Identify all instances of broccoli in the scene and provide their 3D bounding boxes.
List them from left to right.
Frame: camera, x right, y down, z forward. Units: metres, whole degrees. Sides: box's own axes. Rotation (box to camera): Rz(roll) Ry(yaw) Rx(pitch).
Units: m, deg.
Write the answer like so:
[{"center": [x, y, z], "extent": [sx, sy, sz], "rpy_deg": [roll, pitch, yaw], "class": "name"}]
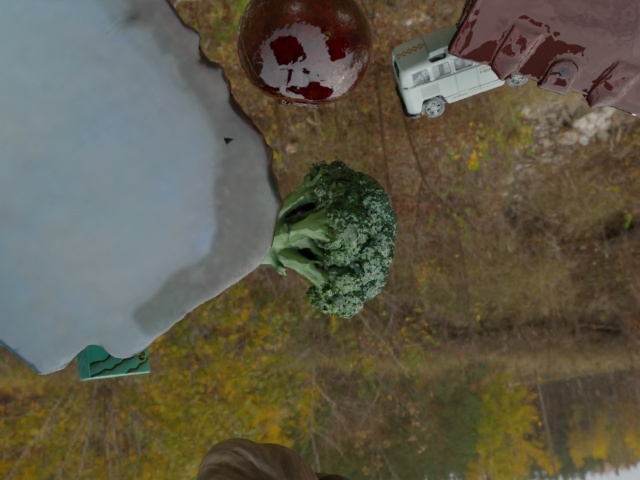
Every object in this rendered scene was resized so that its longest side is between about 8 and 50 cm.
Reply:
[{"center": [0.000, 0.000, 1.062], "extent": [0.269, 0.270, 0.270], "rpy_deg": [-5, 163, -12], "class": "broccoli"}]

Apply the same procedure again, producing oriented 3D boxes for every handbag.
[{"center": [0.292, -0.255, 0.629], "extent": [0.259, 0.084, 0.276], "rpy_deg": [16, 147, -7], "class": "handbag"}]

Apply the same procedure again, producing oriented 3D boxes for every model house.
[{"center": [-0.259, -0.099, 0.669], "extent": [0.297, 0.360, 0.339], "rpy_deg": [-43, -157, -7], "class": "model house"}]

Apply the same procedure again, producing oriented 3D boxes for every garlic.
[{"center": [-0.101, 0.488, 1.044], "extent": [0.259, 0.318, 0.317], "rpy_deg": [-2, 169, 38], "class": "garlic"}]

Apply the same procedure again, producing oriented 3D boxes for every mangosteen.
[{"center": [-0.023, -0.334, 0.986], "extent": [0.214, 0.258, 0.215], "rpy_deg": [3, -169, -1], "class": "mangosteen"}]

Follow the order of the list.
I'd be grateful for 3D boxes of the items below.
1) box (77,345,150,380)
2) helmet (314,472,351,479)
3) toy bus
[{"center": [-0.430, 0.167, 1.326], "extent": [0.042, 0.227, 0.160], "rpy_deg": [-14, 167, 30], "class": "box"}, {"center": [0.038, 0.583, 1.266], "extent": [0.305, 0.225, 0.177], "rpy_deg": [28, 148, 9], "class": "helmet"}, {"center": [0.187, -0.234, 0.830], "extent": [0.193, 0.087, 0.089], "rpy_deg": [-18, 136, 10], "class": "toy bus"}]
